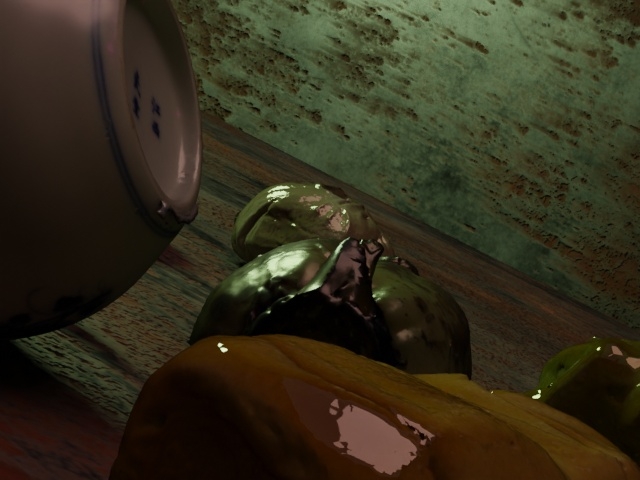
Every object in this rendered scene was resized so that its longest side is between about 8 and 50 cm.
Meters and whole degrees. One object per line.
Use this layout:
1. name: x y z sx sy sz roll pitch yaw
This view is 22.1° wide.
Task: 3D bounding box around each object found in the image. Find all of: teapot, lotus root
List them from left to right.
1. teapot: -0.219 -0.063 0.955 0.280 0.252 0.424 -9 -24 13
2. lotus root: 0.020 0.072 1.035 0.173 0.173 0.309 27 8 10

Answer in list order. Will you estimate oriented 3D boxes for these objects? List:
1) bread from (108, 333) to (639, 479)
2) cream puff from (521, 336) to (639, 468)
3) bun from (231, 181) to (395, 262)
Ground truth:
1. bread: 0.048 0.133 0.788 0.167 0.132 0.294 23 5 40
2. cream puff: 0.197 0.155 0.977 0.221 0.194 0.195 7 -3 27
3. bun: 0.000 0.000 1.679 0.173 0.113 0.166 24 6 -32
